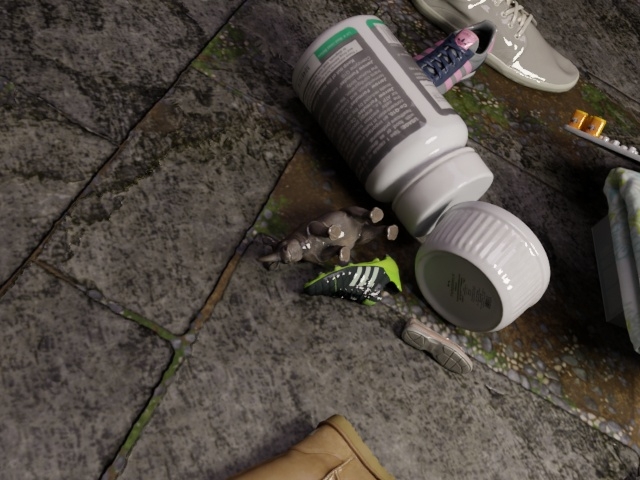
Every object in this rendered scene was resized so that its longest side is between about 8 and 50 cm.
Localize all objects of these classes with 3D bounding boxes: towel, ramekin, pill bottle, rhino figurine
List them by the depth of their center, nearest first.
[{"bbox_3d":[0.000,0.000,1.176,0.243,0.106,0.073,-20,106,-36],"label":"rhino figurine"},{"bbox_3d":[0.248,0.050,1.201,0.207,0.207,0.109,44,57,7],"label":"ramekin"},{"bbox_3d":[0.636,0.065,1.230,0.320,0.090,0.374,20,50,-15],"label":"towel"},{"bbox_3d":[0.124,-0.198,1.308,0.204,0.204,0.361,-21,68,-37],"label":"pill bottle"}]

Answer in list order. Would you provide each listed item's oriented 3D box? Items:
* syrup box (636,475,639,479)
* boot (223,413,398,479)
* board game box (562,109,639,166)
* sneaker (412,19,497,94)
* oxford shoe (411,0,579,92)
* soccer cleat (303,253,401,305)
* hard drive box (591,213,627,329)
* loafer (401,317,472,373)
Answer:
[{"bbox_3d":[0.630,0.436,1.189,0.236,0.096,0.093,20,50,-15],"label":"syrup box"},{"bbox_3d":[-0.020,0.364,0.912,0.269,0.089,0.236,-25,61,-38],"label":"boot"},{"bbox_3d":[0.738,-0.133,1.493,0.390,0.050,0.390,13,17,-40],"label":"board game box"},{"bbox_3d":[0.256,-0.377,1.556,0.112,0.131,0.319,44,49,6],"label":"sneaker"},{"bbox_3d":[0.418,-0.496,1.732,0.449,0.130,0.169,34,47,-4],"label":"oxford shoe"},{"bbox_3d":[0.056,0.071,1.179,0.179,0.060,0.072,-11,76,-34],"label":"soccer cleat"},{"bbox_3d":[0.643,0.068,1.466,0.181,0.089,0.232,20,51,-14],"label":"hard drive box"},{"bbox_3d":[0.189,0.164,1.190,0.125,0.045,0.039,31,42,-1],"label":"loafer"}]
